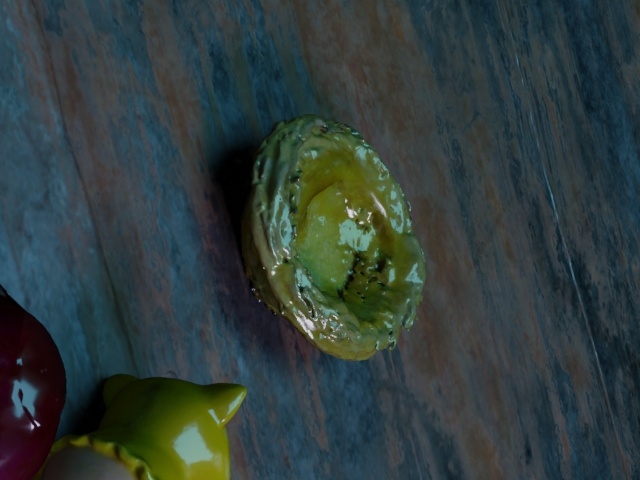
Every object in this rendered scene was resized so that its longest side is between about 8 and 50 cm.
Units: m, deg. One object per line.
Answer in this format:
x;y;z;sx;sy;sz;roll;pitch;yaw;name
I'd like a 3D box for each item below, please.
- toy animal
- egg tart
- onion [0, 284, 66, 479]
-0.170;0.204;1.350;0.156;0.156;0.230;63;35;-20;toy animal
0.000;0.000;1.674;0.288;0.118;0.288;18;67;-51;egg tart
-0.308;0.091;1.131;0.216;0.206;0.207;2;78;-55;onion
